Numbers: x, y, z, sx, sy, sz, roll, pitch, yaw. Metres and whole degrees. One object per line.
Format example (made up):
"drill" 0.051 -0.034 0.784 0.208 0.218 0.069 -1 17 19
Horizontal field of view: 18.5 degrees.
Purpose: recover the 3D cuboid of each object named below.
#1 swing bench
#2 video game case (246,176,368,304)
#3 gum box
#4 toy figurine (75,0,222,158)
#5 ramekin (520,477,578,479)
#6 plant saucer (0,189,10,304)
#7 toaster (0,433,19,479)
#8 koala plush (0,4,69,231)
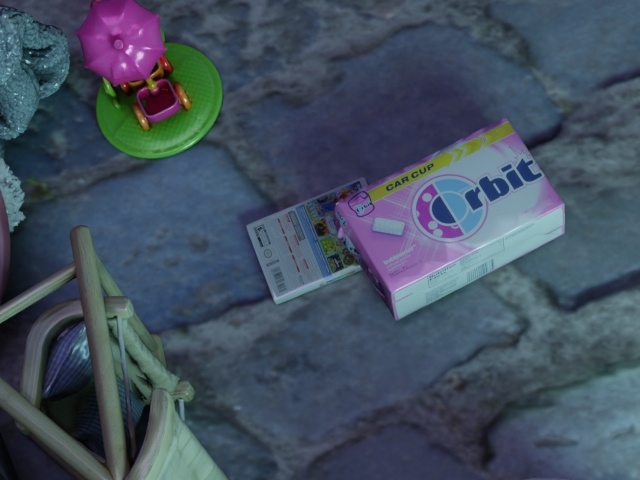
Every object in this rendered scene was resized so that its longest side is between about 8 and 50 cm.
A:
"swing bench" -0.179 0.170 1.662 0.165 0.253 0.255 -32 63 -4
"video game case" 0.000 0.000 1.840 0.122 0.011 0.087 -22 62 1
"gum box" 0.114 -0.018 1.787 0.188 0.062 0.107 -27 63 -7
"toy figurine" -0.183 -0.188 1.885 0.130 0.159 0.173 -27 62 -1
"ramekin" 0.186 0.324 1.578 0.277 0.135 0.277 -5 64 10
"plant saucer" -0.435 -0.019 1.821 0.332 0.084 0.332 5 111 13
"toaster" -0.328 0.214 1.712 0.129 0.227 0.146 -25 45 -1
"koala plush" -0.348 -0.114 1.899 0.196 0.203 0.221 11 89 26
